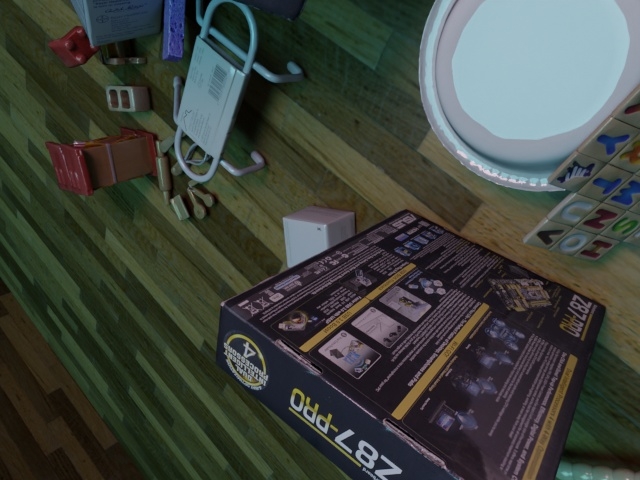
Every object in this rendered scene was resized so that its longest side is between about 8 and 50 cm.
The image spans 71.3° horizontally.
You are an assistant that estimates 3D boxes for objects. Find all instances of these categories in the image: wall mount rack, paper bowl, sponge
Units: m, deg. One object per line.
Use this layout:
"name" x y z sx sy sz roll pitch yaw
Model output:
"wall mount rack" -0.195 -0.294 0.820 0.304 0.130 0.350 43 130 13
"paper bowl" 0.240 -0.192 0.478 0.284 0.148 0.284 18 120 34
"sponge" -0.267 -0.442 0.816 0.117 0.031 0.210 -141 56 -61

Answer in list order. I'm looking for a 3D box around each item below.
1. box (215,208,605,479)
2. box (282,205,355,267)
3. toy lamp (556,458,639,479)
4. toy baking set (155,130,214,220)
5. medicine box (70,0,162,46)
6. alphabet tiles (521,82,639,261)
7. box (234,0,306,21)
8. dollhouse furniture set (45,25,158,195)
"box" 0.131 0.106 0.527 0.318 0.395 0.097 28 122 27
"box" 0.000 0.000 0.800 0.102 0.087 0.101 12 115 36
"toy lamp" 0.389 0.326 0.624 0.274 0.080 0.080 -12 100 44
"toy baking set" -0.317 -0.163 1.041 0.196 0.030 0.256 12 116 33
"medicine box" -0.402 -0.556 0.797 0.263 0.149 0.289 64 154 -1
"alphabet tiles" 0.328 -0.064 0.450 0.009 0.198 0.237 -99 29 -43
"box" -0.226 -0.501 0.392 0.297 0.480 0.472 -60 34 39
"dollhouse furniture set" -0.514 -0.308 1.022 0.152 0.201 0.374 15 118 35
